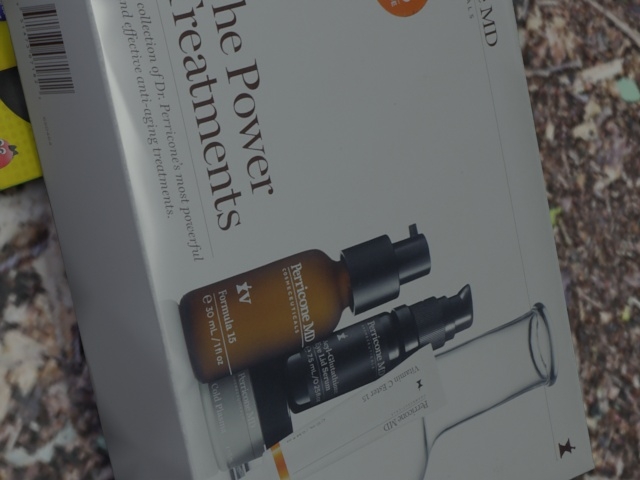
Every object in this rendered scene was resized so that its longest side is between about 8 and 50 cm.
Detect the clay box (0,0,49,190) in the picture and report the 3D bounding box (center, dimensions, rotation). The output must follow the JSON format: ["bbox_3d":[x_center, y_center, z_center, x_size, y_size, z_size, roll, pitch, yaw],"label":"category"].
[{"bbox_3d":[-0.153,-0.103,1.036,0.222,0.053,0.127,-23,96,-33],"label":"clay box"}]

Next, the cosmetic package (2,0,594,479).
[{"bbox_3d":[0.000,0.000,1.057,0.284,0.097,0.377,-21,105,-36],"label":"cosmetic package"}]
